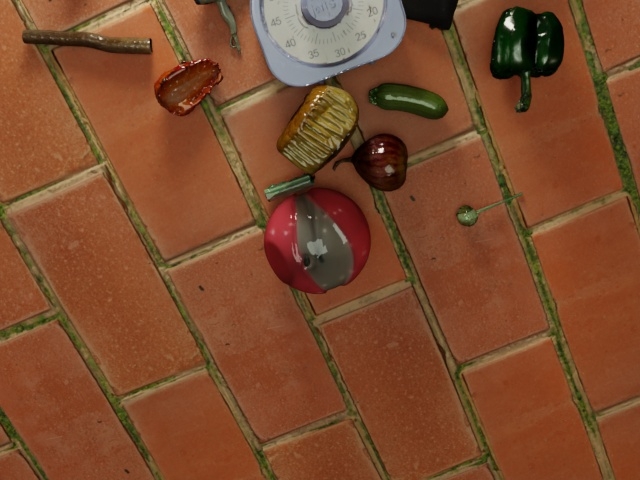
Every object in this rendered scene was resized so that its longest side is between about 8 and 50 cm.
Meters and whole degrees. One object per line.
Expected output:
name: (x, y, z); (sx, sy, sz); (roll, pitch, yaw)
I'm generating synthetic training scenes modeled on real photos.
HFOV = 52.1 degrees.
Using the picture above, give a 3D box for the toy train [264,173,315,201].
toy train: (-0.084, -0.149, 1.801); (0.148, 0.071, 0.038); (-19, 106, 4)

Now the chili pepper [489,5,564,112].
chili pepper: (0.517, -0.461, 1.680); (0.173, 0.165, 0.261); (-3, 104, -20)

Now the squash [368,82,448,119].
squash: (0.235, -0.374, 1.745); (0.219, 0.068, 0.077); (9, 111, -3)

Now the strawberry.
strawberry: (-0.346, -0.411, 1.721); (0.188, 0.082, 0.121); (-31, 125, -2)

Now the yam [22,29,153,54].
yam: (-0.601, -0.514, 1.694); (0.326, 0.045, 0.045); (4, 138, -2)

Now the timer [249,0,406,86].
timer: (0.001, -0.594, 1.621); (0.395, 0.173, 0.395); (0, 107, -1)

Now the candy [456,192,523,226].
candy: (0.481, -0.097, 1.852); (0.202, 0.061, 0.061); (-23, 106, -3)

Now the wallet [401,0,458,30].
wallet: (0.288, -0.655, 1.633); (0.149, 0.044, 0.250); (17, 128, 3)

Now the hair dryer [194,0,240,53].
hair dryer: (-0.213, -0.607, 1.678); (0.167, 0.067, 0.199); (-39, 114, 4)

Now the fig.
fig: (0.155, -0.220, 1.757); (0.202, 0.148, 0.149); (39, 65, 19)

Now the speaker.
speaker: (0.000, 0.000, 1.796); (0.294, 0.294, 0.294); (0, 107, -1)

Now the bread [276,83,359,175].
bread: (-0.007, -0.290, 1.670); (0.142, 0.253, 0.227); (32, 107, -13)
